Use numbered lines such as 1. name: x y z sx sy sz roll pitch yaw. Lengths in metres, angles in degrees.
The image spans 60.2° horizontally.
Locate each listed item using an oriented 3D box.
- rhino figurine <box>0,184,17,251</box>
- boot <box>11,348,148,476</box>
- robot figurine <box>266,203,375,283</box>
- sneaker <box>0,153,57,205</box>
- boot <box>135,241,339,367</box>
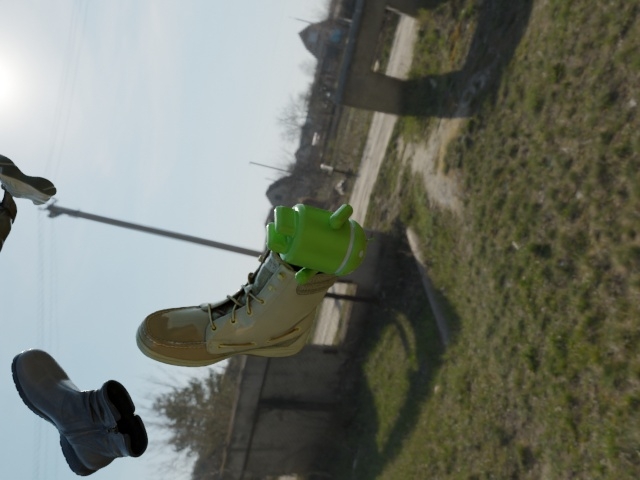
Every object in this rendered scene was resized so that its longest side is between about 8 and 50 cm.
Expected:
1. rhino figurine: -0.676 -0.002 1.110 0.106 0.073 0.243 123 155 -53
2. boot: -0.531 0.355 1.244 0.223 0.338 0.118 -33 4 29
3. robot figurine: 0.000 0.000 0.605 0.067 0.115 0.101 -100 33 -51
4. sneaker: -0.610 -0.117 1.095 0.061 0.152 0.053 -37 33 29
5. boot: -0.108 0.083 0.766 0.203 0.262 0.095 -62 35 38
